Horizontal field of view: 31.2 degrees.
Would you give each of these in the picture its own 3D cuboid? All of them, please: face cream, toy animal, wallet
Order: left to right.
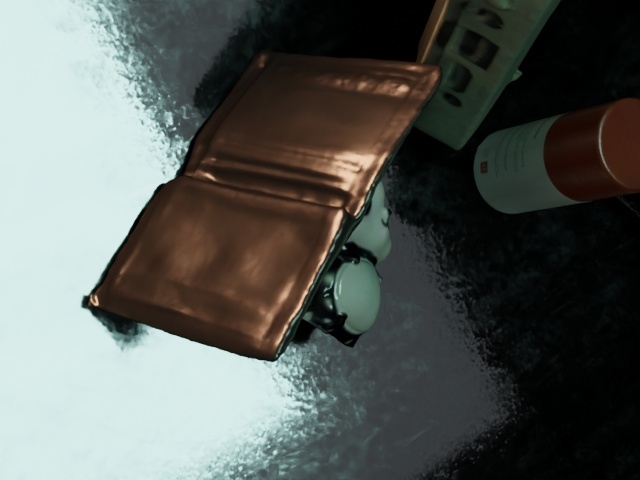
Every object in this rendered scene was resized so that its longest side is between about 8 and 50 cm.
[{"bbox_3d":[-0.052,-0.048,1.053,0.323,0.247,0.041,-58,135,-22],"label":"wallet"},{"bbox_3d":[0.000,0.000,1.106,0.138,0.166,0.179,14,77,22],"label":"toy animal"},{"bbox_3d":[0.257,-0.084,1.196,0.096,0.214,0.095,2,85,-25],"label":"face cream"}]

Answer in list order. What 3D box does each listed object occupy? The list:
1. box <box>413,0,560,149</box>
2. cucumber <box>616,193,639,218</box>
[{"bbox_3d":[0.219,-0.310,1.100,0.111,0.396,0.396,30,72,4],"label":"box"},{"bbox_3d":[0.410,-0.034,1.339,0.303,0.072,0.081,46,70,-14],"label":"cucumber"}]
